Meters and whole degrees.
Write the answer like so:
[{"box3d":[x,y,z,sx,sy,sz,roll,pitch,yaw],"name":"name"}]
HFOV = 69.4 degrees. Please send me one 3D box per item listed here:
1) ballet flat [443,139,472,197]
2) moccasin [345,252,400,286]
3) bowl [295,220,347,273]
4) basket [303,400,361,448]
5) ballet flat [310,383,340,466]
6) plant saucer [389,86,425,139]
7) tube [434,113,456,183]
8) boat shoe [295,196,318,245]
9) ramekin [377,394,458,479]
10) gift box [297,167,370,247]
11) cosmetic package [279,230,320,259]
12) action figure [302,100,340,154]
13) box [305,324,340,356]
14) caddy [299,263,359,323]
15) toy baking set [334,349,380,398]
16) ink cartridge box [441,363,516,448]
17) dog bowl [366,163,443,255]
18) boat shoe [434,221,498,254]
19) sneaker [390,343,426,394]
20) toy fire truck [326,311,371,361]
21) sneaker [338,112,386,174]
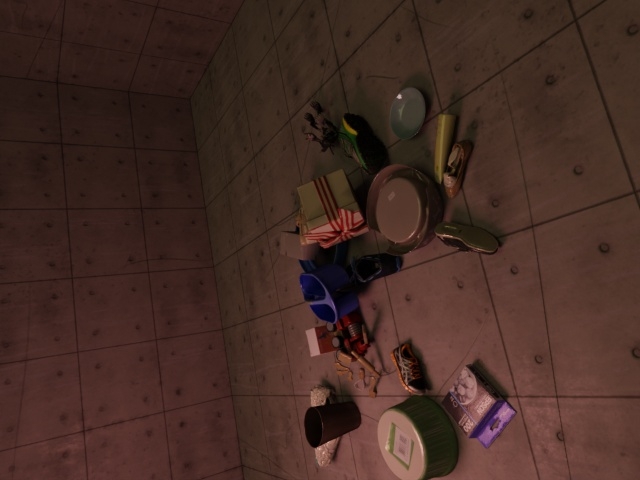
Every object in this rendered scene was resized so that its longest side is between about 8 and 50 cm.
[{"box3d":[0.457,-0.246,1.592,0.073,0.067,0.206,35,122,49],"name":"ballet flat"},{"box3d":[0.192,0.110,1.980,0.342,0.117,0.137,-31,67,54],"name":"moccasin"},{"box3d":[0.000,0.000,2.305,0.391,0.077,0.390,8,100,57],"name":"bowl"},{"box3d":[0.060,0.837,2.143,0.154,0.227,0.204,40,124,48],"name":"basket"},{"box3d":[0.031,0.925,2.296,0.147,0.147,0.408,-14,81,56],"name":"ballet flat"},{"box3d":[0.343,-0.485,1.775,0.195,0.038,0.194,6,97,56],"name":"plant saucer"},{"box3d":[0.430,-0.322,1.631,0.062,0.070,0.239,17,109,41],"name":"tube"},{"box3d":[-0.076,-0.104,2.189,0.109,0.098,0.302,59,-166,-51],"name":"boat shoe"},{"box3d":[0.354,0.759,1.758,0.304,0.148,0.302,7,98,56],"name":"ramekin"},{"box3d":[0.046,-0.122,1.973,0.255,0.276,0.257,-25,65,13],"name":"gift box"},{"box3d":[-0.105,0.023,2.306,0.238,0.107,0.127,9,97,60],"name":"cosmetic package"},{"box3d":[-0.004,-0.532,2.213,0.164,0.141,0.275,-48,51,33],"name":"action figure"},{"box3d":[0.033,0.471,2.206,0.091,0.171,0.129,-32,67,53],"name":"box"},{"box3d":[0.017,0.239,2.061,0.241,0.179,0.341,66,159,-6],"name":"caddy"},{"box3d":[0.172,0.582,2.035,0.256,0.030,0.196,39,135,3],"name":"toy baking set"},{"box3d":[0.528,0.568,1.572,0.208,0.045,0.206,49,131,41],"name":"ink cartridge box"},{"box3d":[0.322,-0.117,1.778,0.349,0.102,0.348,6,97,56],"name":"dog bowl"},{"box3d":[0.497,0.002,1.564,0.233,0.084,0.079,23,150,47],"name":"boat shoe"},{"box3d":[0.350,0.501,1.807,0.083,0.084,0.214,-58,45,35],"name":"sneaker"},{"box3d":[0.150,0.406,2.063,0.246,0.159,0.216,-40,58,37],"name":"toy fire truck"},{"box3d":[0.173,-0.393,1.983,0.146,0.134,0.343,111,149,-43],"name":"sneaker"}]
